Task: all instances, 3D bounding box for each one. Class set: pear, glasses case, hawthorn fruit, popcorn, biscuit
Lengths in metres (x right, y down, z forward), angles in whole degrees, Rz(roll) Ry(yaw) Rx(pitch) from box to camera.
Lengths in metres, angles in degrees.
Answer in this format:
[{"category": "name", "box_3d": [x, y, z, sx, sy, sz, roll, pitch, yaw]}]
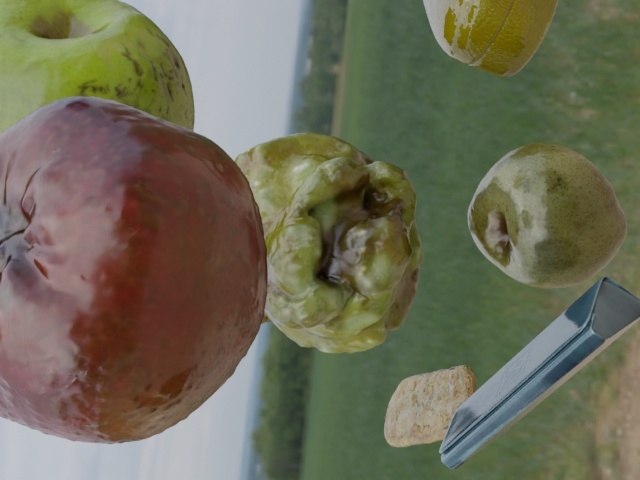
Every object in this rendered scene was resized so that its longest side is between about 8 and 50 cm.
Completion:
[{"category": "pear", "box_3d": [0.247, -0.027, 1.395, 0.167, 0.137, 0.167, 51, 157, 31]}, {"category": "glasses case", "box_3d": [0.203, -0.362, 1.630, 0.173, 0.141, 0.371, -58, 19, 30]}, {"category": "pear", "box_3d": [-0.354, -0.149, 1.749, 0.391, 0.391, 0.390, -175, 90, -90]}, {"category": "hawthorn fruit", "box_3d": [-0.168, 0.023, 1.024, 0.300, 0.275, 0.275, 1, -85, -72]}, {"category": "popcorn", "box_3d": [0.003, -0.005, 1.430, 0.225, 0.276, 0.276, -54, -4, -7]}, {"category": "biscuit", "box_3d": [0.166, 0.257, 1.958, 0.247, 0.029, 0.118, -26, 52, 59]}, {"category": "glasses case", "box_3d": [0.220, 0.139, 1.324, 0.105, 0.056, 0.266, -22, -21, -45]}]

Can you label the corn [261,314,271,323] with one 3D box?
[{"category": "corn", "box_3d": [-0.158, 0.101, 2.070, 0.097, 0.262, 0.097, 170, 90, -73]}]
